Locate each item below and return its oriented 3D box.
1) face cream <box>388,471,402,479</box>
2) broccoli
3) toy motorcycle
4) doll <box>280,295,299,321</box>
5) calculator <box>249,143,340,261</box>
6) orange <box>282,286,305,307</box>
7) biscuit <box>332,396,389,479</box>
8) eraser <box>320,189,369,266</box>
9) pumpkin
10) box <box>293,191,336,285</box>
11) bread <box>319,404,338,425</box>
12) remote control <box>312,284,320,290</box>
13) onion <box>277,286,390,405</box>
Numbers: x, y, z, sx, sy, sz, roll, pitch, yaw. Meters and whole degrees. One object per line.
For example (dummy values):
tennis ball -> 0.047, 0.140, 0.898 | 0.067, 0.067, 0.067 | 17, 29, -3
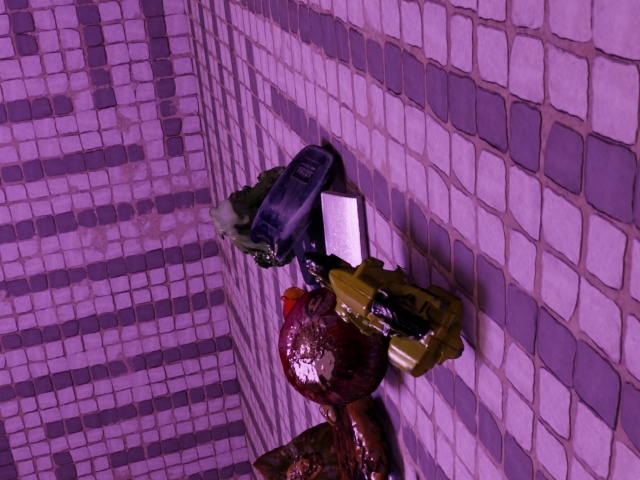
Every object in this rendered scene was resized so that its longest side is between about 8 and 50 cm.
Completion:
face cream -> 0.175, 0.615, 1.686 | 0.092, 0.092, 0.311 | 175, 83, -76
broccoli -> -0.137, -0.055, 2.080 | 0.295, 0.245, 0.265 | 27, 111, 42
toy motorcycle -> 0.108, 0.110, 1.402 | 0.342, 0.206, 0.142 | 30, 99, 59
doll -> -0.032, 0.232, 2.208 | 0.217, 0.085, 0.183 | 55, 161, 15
calculator -> -0.052, -0.093, 1.805 | 0.040, 0.268, 0.177 | 35, 177, -36
orange -> -0.068, 0.168, 2.306 | 0.083, 0.070, 0.083 | 179, 90, -82
biscuit -> 0.093, 0.474, 1.914 | 0.334, 0.081, 0.289 | 102, 157, -60
eraser -> 0.050, -0.023, 1.713 | 0.104, 0.023, 0.150 | 13, 116, 44
pumpkin -> -0.039, 0.620, 2.213 | 0.095, 0.258, 0.290 | 62, 175, -35
box -> 0.000, 0.000, 1.874 | 0.201, 0.090, 0.144 | 102, 153, -59
bread -> 0.019, 0.393, 1.931 | 0.088, 0.034, 0.049 | -147, 42, -75
remote control -> 0.007, 0.164, 2.106 | 0.152, 0.027, 0.043 | -117, 15, -51
onion -> 0.033, 0.213, 1.716 | 0.246, 0.190, 0.246 | -2, 87, 46
